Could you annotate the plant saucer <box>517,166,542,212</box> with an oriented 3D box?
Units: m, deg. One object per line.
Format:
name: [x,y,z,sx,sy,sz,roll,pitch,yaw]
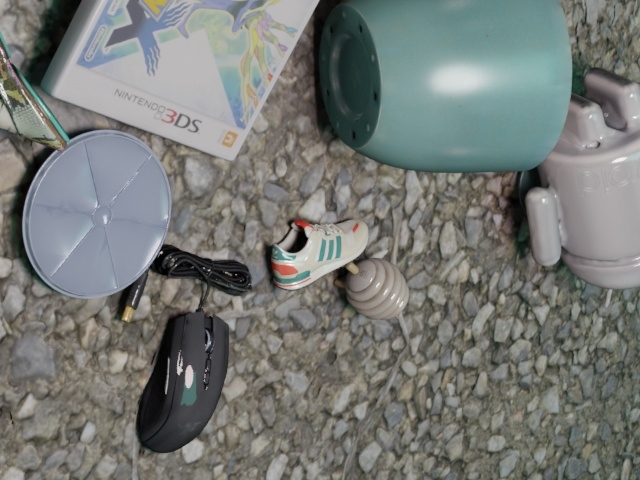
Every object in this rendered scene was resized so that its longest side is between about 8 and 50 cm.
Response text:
plant saucer: [0.336,-0.090,2.257,0.119,0.021,0.119,-14,112,-39]

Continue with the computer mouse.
computer mouse: [-0.176,0.136,1.837,0.184,0.060,0.262,24,85,-44]

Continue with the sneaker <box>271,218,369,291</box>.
sneaker: [0.000,0.000,1.957,0.161,0.057,0.075,-31,127,-28]

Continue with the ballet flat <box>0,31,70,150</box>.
ballet flat: [-0.353,-0.178,1.591,0.079,0.077,0.221,-32,118,-10]

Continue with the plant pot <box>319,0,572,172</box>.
plant pot: [0.138,-0.218,1.879,0.235,0.293,0.293,-9,109,-23]

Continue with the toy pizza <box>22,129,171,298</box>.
toy pizza: [-0.262,-0.031,1.732,0.201,0.032,0.201,-14,111,-38]

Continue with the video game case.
video game case: [-0.131,-0.273,1.707,0.300,0.036,0.329,18,104,-49]

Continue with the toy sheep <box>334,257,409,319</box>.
toy sheep: [0.072,0.063,2.019,0.132,0.091,0.091,33,80,-42]

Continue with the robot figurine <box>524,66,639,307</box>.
robot figurine: [0.431,-0.073,2.194,0.300,0.200,0.353,-26,120,-11]
